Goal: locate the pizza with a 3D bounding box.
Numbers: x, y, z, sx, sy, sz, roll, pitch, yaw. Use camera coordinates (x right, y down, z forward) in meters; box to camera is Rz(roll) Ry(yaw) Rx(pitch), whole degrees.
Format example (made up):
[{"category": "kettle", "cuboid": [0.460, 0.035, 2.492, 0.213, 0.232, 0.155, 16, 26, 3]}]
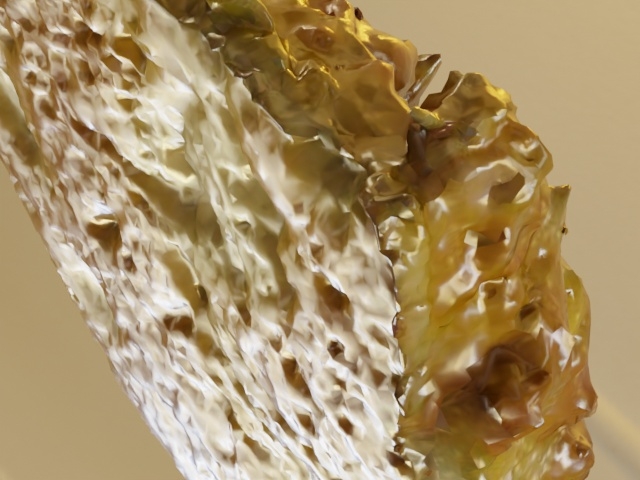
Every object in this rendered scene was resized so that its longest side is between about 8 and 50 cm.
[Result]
[{"category": "pizza", "cuboid": [0.000, 0.000, 0.441, 0.335, 0.086, 0.226, 63, -25, -7]}]
